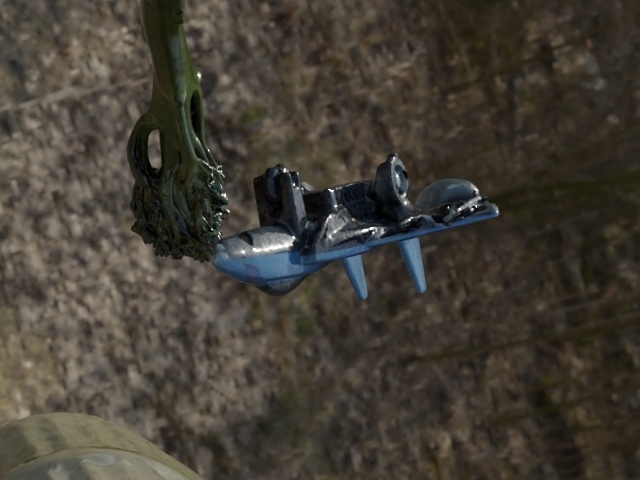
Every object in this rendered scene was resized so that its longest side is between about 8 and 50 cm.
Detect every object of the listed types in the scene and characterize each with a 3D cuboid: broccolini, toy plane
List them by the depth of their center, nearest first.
[{"bbox_3d":[-0.001,-0.008,0.723,0.246,0.169,0.078,6,78,-65],"label":"toy plane"},{"bbox_3d":[-0.094,-0.099,0.840,0.079,0.074,0.392,-48,162,-22],"label":"broccolini"}]

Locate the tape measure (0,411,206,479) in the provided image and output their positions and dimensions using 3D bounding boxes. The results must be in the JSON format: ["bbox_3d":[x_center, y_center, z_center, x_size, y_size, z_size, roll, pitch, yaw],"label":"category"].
[{"bbox_3d":[-0.067,0.206,0.351,0.231,0.271,0.133,41,-9,-24],"label":"tape measure"}]
